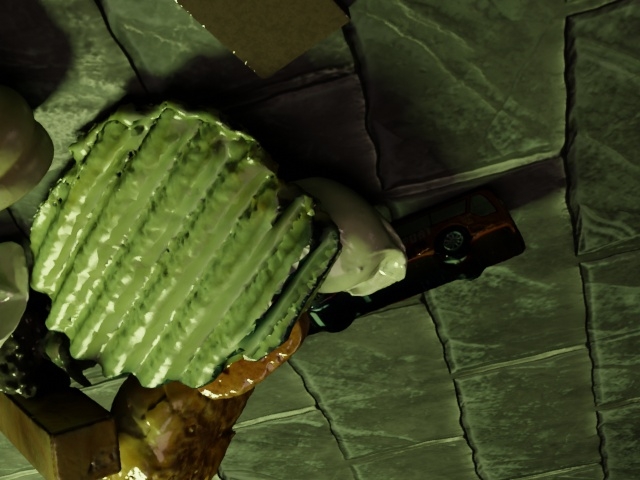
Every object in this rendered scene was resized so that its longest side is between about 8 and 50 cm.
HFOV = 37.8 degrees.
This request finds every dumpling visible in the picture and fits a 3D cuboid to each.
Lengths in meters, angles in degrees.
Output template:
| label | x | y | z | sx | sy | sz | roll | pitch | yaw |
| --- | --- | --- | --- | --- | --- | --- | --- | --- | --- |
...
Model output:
| label | x | y | z | sx | sy | sz | roll | pitch | yaw |
| --- | --- | --- | --- | --- | --- | --- | --- | --- | --- |
| dumpling | 0.000 | 0.000 | 1.235 | 0.250 | 0.132 | 0.162 | 27 | 138 | -19 |
| dumpling | -0.487 | 0.090 | 1.260 | 0.228 | 0.151 | 0.124 | -15 | 175 | 16 |

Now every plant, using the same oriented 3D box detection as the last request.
| label | x | y | z | sx | sy | sz | roll | pitch | yaw |
| --- | --- | --- | --- | --- | --- | --- | --- | --- | --- |
| plant | -0.414 | 0.154 | 1.341 | 0.203 | 0.142 | 0.131 | 1 | 178 | 19 |

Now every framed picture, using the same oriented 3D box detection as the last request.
| label | x | y | z | sx | sy | sz | roll | pitch | yaw |
| --- | --- | --- | --- | --- | --- | --- | --- | --- | --- |
| framed picture | -0.067 | -0.259 | 1.003 | 0.128 | 0.023 | 0.168 | -30 | 135 | 24 |

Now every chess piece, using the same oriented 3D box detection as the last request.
| label | x | y | z | sx | sy | sz | roll | pitch | yaw |
| --- | --- | --- | --- | --- | --- | --- | --- | --- | --- |
| chess piece | -0.415 | -0.175 | 0.963 | 0.167 | 0.167 | 0.300 | -13 | 133 | 6 |

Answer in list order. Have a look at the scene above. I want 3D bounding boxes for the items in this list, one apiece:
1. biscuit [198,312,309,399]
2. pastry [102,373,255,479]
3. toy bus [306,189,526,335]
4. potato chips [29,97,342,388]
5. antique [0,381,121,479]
| label | x | y | z | sx | sy | sz | roll | pitch | yaw |
| --- | --- | --- | --- | --- | --- | --- | --- | --- | --- |
| biscuit | -0.177 | 0.101 | 1.268 | 0.277 | 0.052 | 0.262 | 44 | 108 | 3 |
| pastry | -0.222 | 0.255 | 1.422 | 0.162 | 0.311 | 0.255 | 25 | -177 | 22 |
| toy bus | 0.086 | 0.045 | 1.340 | 0.408 | 0.092 | 0.093 | -22 | 141 | 16 |
| potato chips | -0.187 | 0.023 | 1.176 | 0.358 | 0.070 | 0.429 | 36 | 118 | -5 |
| antique | -0.395 | 0.263 | 1.365 | 0.093 | 0.310 | 0.087 | -12 | 103 | -33 |
